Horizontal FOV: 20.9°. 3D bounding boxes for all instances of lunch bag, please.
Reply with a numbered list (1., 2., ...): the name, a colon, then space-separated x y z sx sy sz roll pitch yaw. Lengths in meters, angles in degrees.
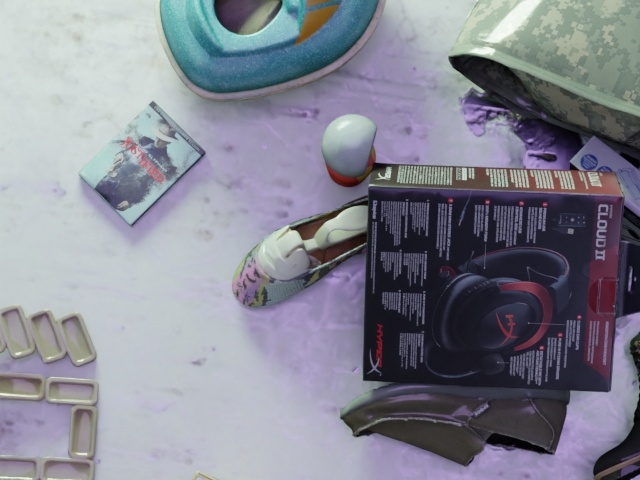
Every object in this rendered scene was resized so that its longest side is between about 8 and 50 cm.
1. lunch bag: 0.310 -0.239 1.901 0.287 0.169 0.235 26 80 21

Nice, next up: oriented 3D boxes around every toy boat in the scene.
1. toy boat: -0.020 -0.206 1.906 0.267 0.148 0.318 -26 82 -5

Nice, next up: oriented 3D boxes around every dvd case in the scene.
1. dvd case: -0.200 -0.087 1.952 0.119 0.013 0.087 -44 84 -8

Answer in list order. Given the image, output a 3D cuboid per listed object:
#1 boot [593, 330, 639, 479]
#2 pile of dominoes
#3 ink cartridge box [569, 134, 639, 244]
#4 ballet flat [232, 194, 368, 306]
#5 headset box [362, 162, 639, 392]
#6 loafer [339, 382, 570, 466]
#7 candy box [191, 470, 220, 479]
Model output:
1. boot: 0.351 0.171 1.894 0.198 0.077 0.137 -29 77 -18
2. pile of dominoes: -0.368 0.166 1.909 0.251 0.040 0.196 5 80 -8
3. ink cartridge box: 0.361 -0.020 1.885 0.207 0.097 0.046 40 79 18
4. ballet flat: 0.000 0.000 1.907 0.221 0.079 0.077 -25 74 -4
5. headset box: 0.194 0.038 1.828 0.293 0.110 0.218 2 106 4
6. loafer: 0.147 0.198 1.869 0.251 0.094 0.087 -2 76 -1
7. candy box: -0.157 0.398 1.787 0.087 0.183 0.316 25 81 2
